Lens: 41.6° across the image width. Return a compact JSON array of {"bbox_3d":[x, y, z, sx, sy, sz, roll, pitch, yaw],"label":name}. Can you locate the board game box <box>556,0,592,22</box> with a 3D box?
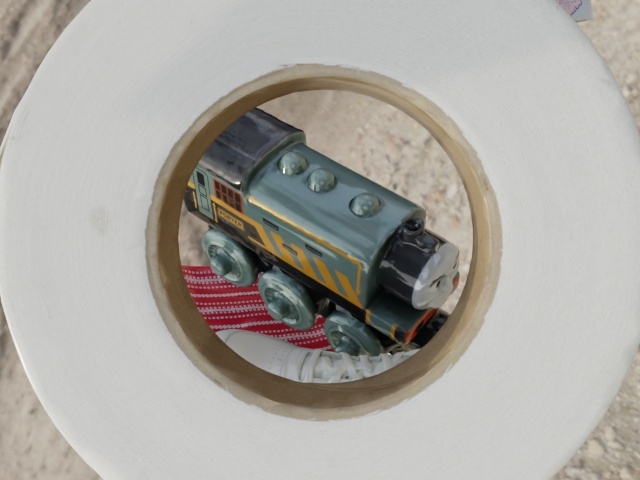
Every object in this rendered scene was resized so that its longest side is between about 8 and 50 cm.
[{"bbox_3d":[0.094,-0.253,1.014,0.319,0.318,0.066,3,105,58],"label":"board game box"}]

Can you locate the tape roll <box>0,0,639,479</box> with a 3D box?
[{"bbox_3d":[0.000,0.000,0.518,0.392,0.392,0.072,-57,0,4],"label":"tape roll"}]

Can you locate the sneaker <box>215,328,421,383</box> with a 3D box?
[{"bbox_3d":[0.043,0.134,0.752,0.114,0.305,0.152,-73,8,-60],"label":"sneaker"}]

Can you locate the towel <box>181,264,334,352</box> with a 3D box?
[{"bbox_3d":[-0.071,0.105,0.970,0.275,0.199,0.031,-115,28,-54],"label":"towel"}]

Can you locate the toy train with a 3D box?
[{"bbox_3d":[-0.006,-0.004,0.852,0.334,0.190,0.142,32,57,26],"label":"toy train"}]
